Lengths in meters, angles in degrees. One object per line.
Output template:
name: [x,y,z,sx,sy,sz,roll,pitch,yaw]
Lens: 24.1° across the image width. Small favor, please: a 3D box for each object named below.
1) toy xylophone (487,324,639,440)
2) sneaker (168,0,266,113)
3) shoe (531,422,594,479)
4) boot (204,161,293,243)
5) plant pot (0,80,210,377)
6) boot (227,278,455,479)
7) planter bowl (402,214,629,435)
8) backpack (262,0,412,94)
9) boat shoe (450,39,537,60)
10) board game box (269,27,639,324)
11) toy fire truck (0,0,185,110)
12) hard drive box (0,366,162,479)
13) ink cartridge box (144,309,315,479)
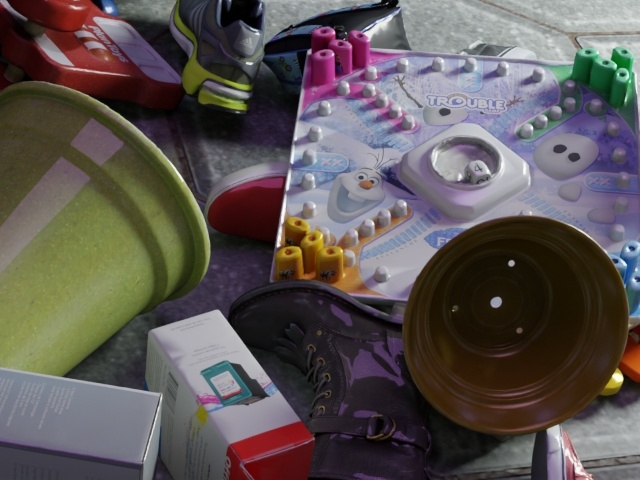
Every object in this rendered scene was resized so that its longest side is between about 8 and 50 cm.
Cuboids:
toy xylophone: [0.248,0.077,1.605,0.322,0.081,0.236,-16,45,-29]
sneaker: [-0.117,-0.274,1.913,0.111,0.121,0.300,17,28,-24]
shoe: [0.248,0.248,1.411,0.081,0.063,0.178,6,44,-6]
boot: [0.000,0.000,1.653,0.244,0.088,0.176,1,40,-16]
plant pot: [-0.290,0.031,1.439,0.276,0.276,0.254,25,52,19]
boot: [0.005,0.156,1.455,0.262,0.091,0.229,7,47,16]
planter bowl: [0.178,0.071,1.439,0.217,0.217,0.090,3,14,-8]
backpack: [0.014,-0.230,1.917,0.173,0.117,0.158,-3,24,40]
boat shoe: [0.170,-0.188,1.899,0.105,0.113,0.306,22,37,22]
board game box: [0.159,-0.087,1.641,0.389,0.050,0.390,4,48,4]
toy fire truck: [-0.334,-0.264,1.880,0.253,0.169,0.302,5,32,-46]
hard drive box: [-0.259,0.204,1.266,0.232,0.181,0.089,10,37,0]
ink cartridge box: [-0.078,0.190,1.356,0.078,0.134,0.231,-15,45,-28]
